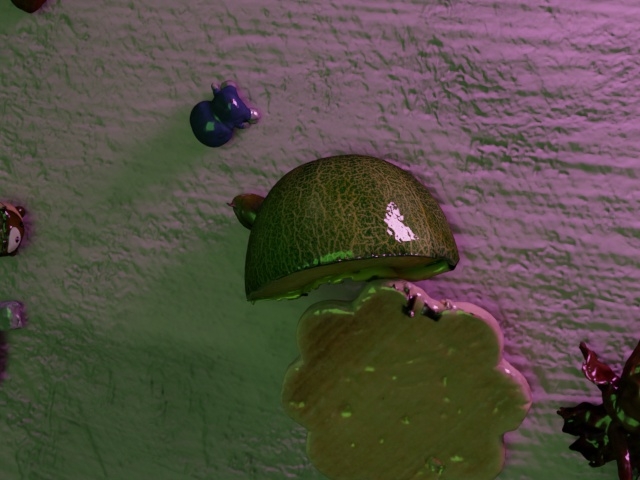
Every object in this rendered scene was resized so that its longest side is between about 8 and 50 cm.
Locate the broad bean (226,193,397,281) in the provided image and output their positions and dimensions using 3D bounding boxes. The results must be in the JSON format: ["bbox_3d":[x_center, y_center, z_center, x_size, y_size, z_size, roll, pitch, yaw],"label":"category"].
[{"bbox_3d":[-0.001,0.000,1.489,0.256,0.052,0.052,21,96,12],"label":"broad bean"}]

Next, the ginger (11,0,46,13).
[{"bbox_3d":[-0.366,-0.457,1.531,0.133,0.107,0.309,-5,98,4],"label":"ginger"}]

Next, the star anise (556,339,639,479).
[{"bbox_3d":[0.383,0.243,1.345,0.237,0.148,0.346,3,87,19],"label":"star anise"}]

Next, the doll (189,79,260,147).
[{"bbox_3d":[-0.132,-0.163,1.516,0.083,0.050,0.076,-39,79,19],"label":"doll"}]

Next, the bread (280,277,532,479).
[{"bbox_3d":[0.102,0.185,1.439,0.316,0.054,0.316,3,114,7],"label":"bread"}]

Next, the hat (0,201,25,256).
[{"bbox_3d":[-0.438,-0.015,1.622,0.076,0.059,0.077,-4,89,34],"label":"hat"}]

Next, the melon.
[{"bbox_3d":[0.024,-0.033,1.407,0.265,0.129,0.169,-10,71,3],"label":"melon"}]

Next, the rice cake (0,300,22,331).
[{"bbox_3d":[-0.516,0.108,1.671,0.211,0.034,0.043,-1,104,16],"label":"rice cake"}]
